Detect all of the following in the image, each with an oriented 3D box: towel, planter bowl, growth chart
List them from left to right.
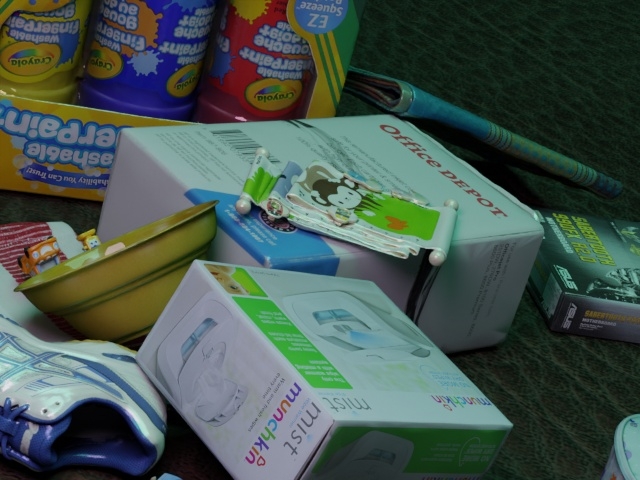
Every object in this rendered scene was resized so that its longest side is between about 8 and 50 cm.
[{"bbox_3d":[-0.338,0.057,1.952,0.329,0.037,0.237,-5,34,-39],"label":"towel"},{"bbox_3d":[-0.180,0.044,1.882,0.217,0.090,0.217,-23,6,3],"label":"planter bowl"},{"bbox_3d":[0.031,-0.037,1.993,0.237,0.021,0.172,16,27,-6],"label":"growth chart"},{"bbox_3d":[0.173,-0.141,2.467,0.370,0.040,0.271,21,2,-33],"label":"towel"}]

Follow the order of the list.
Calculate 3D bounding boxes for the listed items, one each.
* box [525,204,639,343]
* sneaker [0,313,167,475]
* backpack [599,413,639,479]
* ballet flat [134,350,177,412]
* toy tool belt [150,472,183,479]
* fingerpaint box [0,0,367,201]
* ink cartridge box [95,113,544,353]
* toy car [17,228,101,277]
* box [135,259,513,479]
[{"bbox_3d":[0.338,0.041,2.361,0.183,0.056,0.231,8,27,-16],"label":"box"},{"bbox_3d":[-0.276,0.140,1.733,0.296,0.111,0.131,7,27,-17],"label":"sneaker"},{"bbox_3d":[0.390,0.252,1.833,0.254,0.191,0.225,9,27,-4],"label":"backpack"},{"bbox_3d":[-0.185,0.135,1.870,0.188,0.070,0.070,11,26,-16],"label":"ballet flat"},{"bbox_3d":[-0.128,0.226,1.714,0.083,0.051,0.052,22,26,12],"label":"toy tool belt"},{"bbox_3d":[-0.195,-0.232,2.230,0.445,0.371,0.163,8,25,-20],"label":"fingerpaint box"},{"bbox_3d":[0.000,0.000,2.114,0.395,0.166,0.285,-6,34,-39],"label":"ink cartridge box"},{"bbox_3d":[-0.257,0.013,1.997,0.122,0.060,0.040,-22,80,-45],"label":"toy car"},{"bbox_3d":[0.003,0.144,1.797,0.262,0.126,0.231,9,29,-48],"label":"box"}]
